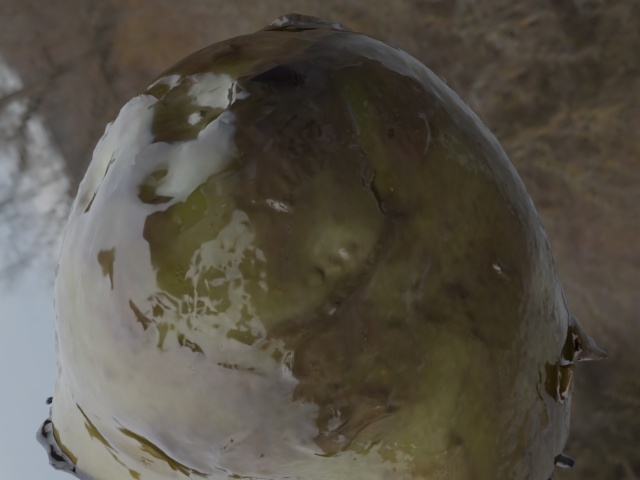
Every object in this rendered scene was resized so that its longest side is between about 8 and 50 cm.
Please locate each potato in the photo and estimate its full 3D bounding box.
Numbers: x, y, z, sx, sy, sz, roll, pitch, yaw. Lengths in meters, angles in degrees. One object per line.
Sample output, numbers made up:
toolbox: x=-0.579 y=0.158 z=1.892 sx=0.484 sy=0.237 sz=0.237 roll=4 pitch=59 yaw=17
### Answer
potato: x=0.000 y=0.000 z=0.916 sx=0.289 sy=0.301 sz=0.237 roll=-65 pitch=-21 yaw=-58
